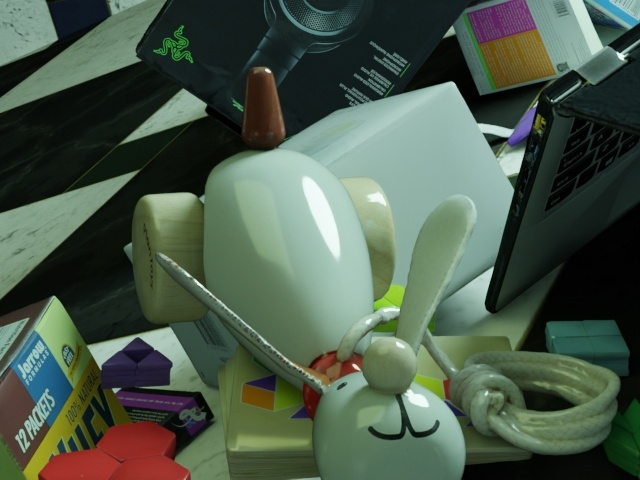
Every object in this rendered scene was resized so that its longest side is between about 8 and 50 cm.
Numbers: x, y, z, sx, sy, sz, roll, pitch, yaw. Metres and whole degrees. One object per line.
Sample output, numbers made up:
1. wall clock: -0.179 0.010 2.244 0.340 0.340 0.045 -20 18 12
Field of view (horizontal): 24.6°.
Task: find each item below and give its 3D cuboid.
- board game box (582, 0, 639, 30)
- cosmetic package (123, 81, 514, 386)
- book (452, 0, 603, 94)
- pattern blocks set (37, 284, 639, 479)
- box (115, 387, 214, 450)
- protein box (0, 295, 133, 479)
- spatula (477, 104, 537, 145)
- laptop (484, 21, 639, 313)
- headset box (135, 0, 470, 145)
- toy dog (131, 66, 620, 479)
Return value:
1. board game box: 0.183 -0.347 1.561 0.086 0.308 0.302 -59 19 5
2. cosmetic package: 0.000 0.000 1.111 0.225 0.138 0.224 -33 11 -19
3. book: 0.207 -0.207 1.482 0.144 0.096 0.035 -7 27 45
4. pattern blocks set: 0.026 0.096 0.854 0.325 0.026 0.285 2 24 8
5. box: -0.172 0.169 1.113 0.162 0.029 0.116 -38 20 -32
6. protein box: -0.214 0.175 0.886 0.201 0.200 0.136 -21 19 18
7. spatula: 0.132 -0.100 1.406 0.296 0.030 0.084 -16 21 32
8. laptop: 0.340 -0.080 0.912 0.382 0.236 0.408 -34 -23 -21
9. headset box: -0.019 -0.233 1.501 0.283 0.246 0.131 -52 12 18
10. toy dog: 0.000 0.008 0.821 0.220 0.161 0.334 -18 28 -34
